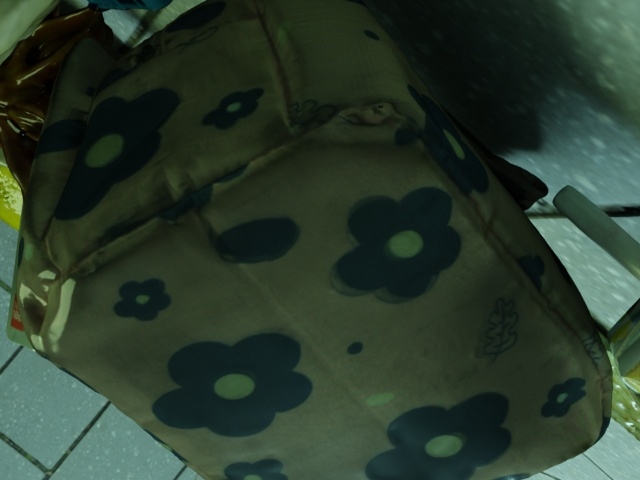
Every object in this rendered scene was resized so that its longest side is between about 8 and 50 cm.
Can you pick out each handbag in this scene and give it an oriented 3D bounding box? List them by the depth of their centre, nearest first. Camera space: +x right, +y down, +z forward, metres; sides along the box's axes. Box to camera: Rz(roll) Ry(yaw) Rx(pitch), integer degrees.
[{"bbox_3d":[-0.002,-0.005,0.584,0.251,0.190,0.193,49,-164,-40],"label":"handbag"}]

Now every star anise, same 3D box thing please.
[{"bbox_3d":[-0.232,-0.124,0.994,0.212,0.111,0.196,-9,111,39],"label":"star anise"}]

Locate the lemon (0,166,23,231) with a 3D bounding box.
[{"bbox_3d":[-0.334,-0.084,1.643,0.206,0.174,0.173,27,-178,-42],"label":"lemon"}]

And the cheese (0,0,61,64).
[{"bbox_3d":[-0.246,-0.144,0.833,0.117,0.218,0.235,37,178,-14],"label":"cheese"}]

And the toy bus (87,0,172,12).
[{"bbox_3d":[-0.116,-0.183,0.530,0.184,0.090,0.106,42,170,-30],"label":"toy bus"}]

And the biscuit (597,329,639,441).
[{"bbox_3d":[0.164,0.070,0.864,0.231,0.016,0.139,40,171,0],"label":"biscuit"}]

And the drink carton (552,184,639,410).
[{"bbox_3d":[0.173,0.050,0.531,0.200,0.084,0.074,39,-164,-5],"label":"drink carton"}]

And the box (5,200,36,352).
[{"bbox_3d":[-0.151,0.035,1.219,0.269,0.135,0.079,4,-174,-36],"label":"box"}]

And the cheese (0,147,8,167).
[{"bbox_3d":[-0.304,-0.129,1.264,0.383,0.104,0.384,19,180,0],"label":"cheese"}]
